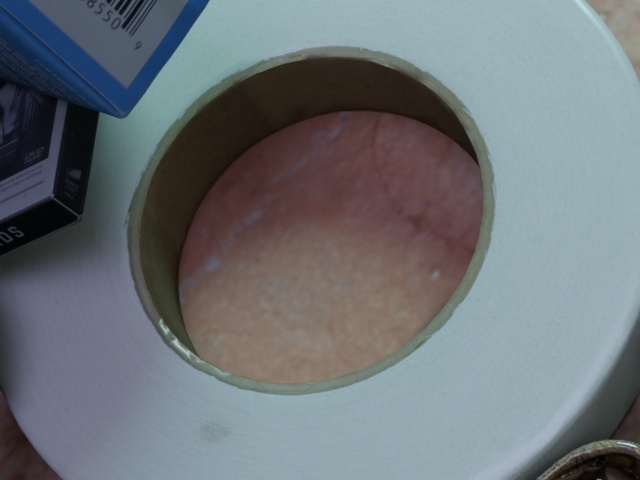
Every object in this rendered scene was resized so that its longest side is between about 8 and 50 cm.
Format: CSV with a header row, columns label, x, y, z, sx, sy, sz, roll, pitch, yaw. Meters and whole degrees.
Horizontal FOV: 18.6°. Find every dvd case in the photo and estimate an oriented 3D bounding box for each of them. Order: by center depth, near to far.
label,x,y,z,sx,sy,sz,roll,pitch,yaw
dvd case,-0.196,-0.080,1.134,0.179,0.029,0.238,-23,45,30

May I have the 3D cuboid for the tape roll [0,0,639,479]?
label,x,y,z,sx,sy,sz,roll,pitch,yaw
tape roll,0.000,0.000,1.083,0.392,0.072,0.392,-6,66,14

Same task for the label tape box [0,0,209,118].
label,x,y,z,sx,sy,sz,roll,pitch,yaw
label tape box,-0.245,-0.202,1.057,0.348,0.249,0.115,22,75,51

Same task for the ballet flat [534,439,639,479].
label,x,y,z,sx,sy,sz,roll,pitch,yaw
ballet flat,0.053,0.194,0.908,0.107,0.106,0.316,41,63,18
